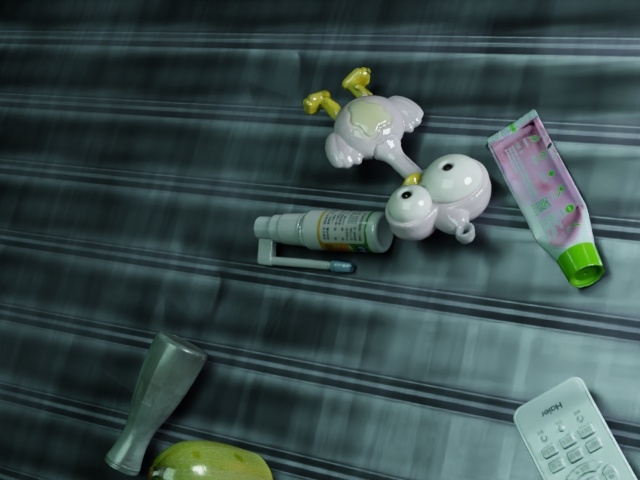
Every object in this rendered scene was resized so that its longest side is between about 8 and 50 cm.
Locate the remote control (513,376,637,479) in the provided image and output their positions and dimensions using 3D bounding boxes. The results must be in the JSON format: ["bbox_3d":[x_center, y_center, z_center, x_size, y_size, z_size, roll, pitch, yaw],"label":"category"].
[{"bbox_3d":[0.341,0.312,1.437,0.103,0.051,0.293,-33,61,16],"label":"remote control"}]

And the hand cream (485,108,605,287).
[{"bbox_3d":[0.307,-0.058,1.616,0.079,0.050,0.275,-16,54,-4],"label":"hand cream"}]

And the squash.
[{"bbox_3d":[-0.164,0.333,1.648,0.123,0.186,0.123,-16,61,32],"label":"squash"}]

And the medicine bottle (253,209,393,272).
[{"bbox_3d":[0.000,0.000,1.763,0.220,0.061,0.092,3,91,32],"label":"medicine bottle"}]

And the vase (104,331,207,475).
[{"bbox_3d":[-0.256,0.250,1.799,0.086,0.086,0.214,27,90,35],"label":"vase"}]

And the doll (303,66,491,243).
[{"bbox_3d":[0.116,-0.113,1.708,0.160,0.094,0.365,-30,49,-11],"label":"doll"}]
